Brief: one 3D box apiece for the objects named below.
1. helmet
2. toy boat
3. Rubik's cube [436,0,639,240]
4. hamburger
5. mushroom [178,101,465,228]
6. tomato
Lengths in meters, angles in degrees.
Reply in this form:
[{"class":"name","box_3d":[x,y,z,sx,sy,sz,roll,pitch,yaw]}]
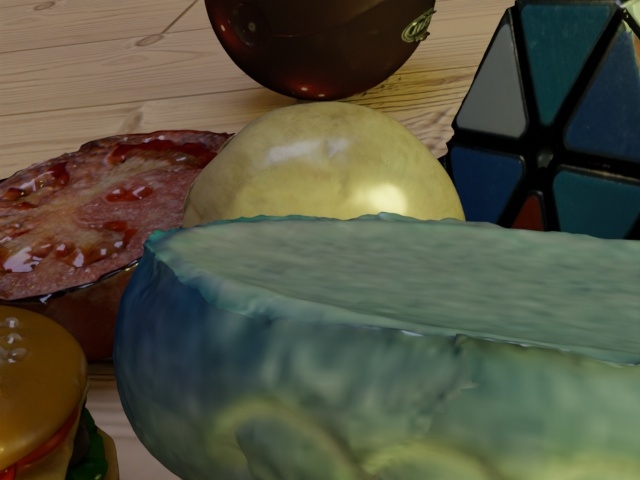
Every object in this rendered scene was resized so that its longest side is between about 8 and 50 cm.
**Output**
[{"class":"helmet","box_3d":[0.001,-0.220,1.086,0.216,0.193,0.189,12,33,30]},{"class":"toy boat","box_3d":[0.078,0.069,0.465,0.329,0.123,0.215,5,13,12]},{"class":"Rubik's cube","box_3d":[0.200,-0.022,0.731,0.234,0.284,0.250,3,-26,-29]},{"class":"hamburger","box_3d":[-0.170,0.098,0.553,0.162,0.115,0.162,-8,26,4]},{"class":"mushroom","box_3d":[0.000,0.000,0.670,0.154,0.154,0.122,-13,9,-4]},{"class":"tomato","box_3d":[-0.135,0.010,0.774,0.225,0.085,0.225,-10,28,5]}]
